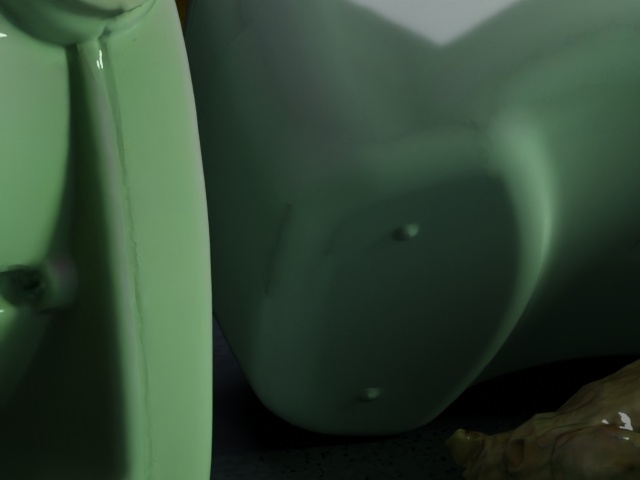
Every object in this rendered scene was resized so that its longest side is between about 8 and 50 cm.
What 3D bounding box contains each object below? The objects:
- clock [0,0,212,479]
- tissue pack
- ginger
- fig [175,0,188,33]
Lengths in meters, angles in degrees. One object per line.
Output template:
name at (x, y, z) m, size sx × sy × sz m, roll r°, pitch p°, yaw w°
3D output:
clock at (-0.159, -0.038, 0.544) m, size 0.265 × 0.324 × 0.108 m, roll 9°, pitch 16°, yaw 40°
tissue pack at (0.106, -0.071, 0.762) m, size 0.333 × 0.229 × 0.236 m, roll -6°, pitch 54°, yaw -13°
ginger at (0.195, 0.064, 0.680) m, size 0.290 × 0.084 × 0.122 m, roll -8°, pitch -9°, yaw -22°
fig at (-0.065, -0.110, 1.239) m, size 0.144 × 0.154 × 0.166 m, roll -31°, pitch -13°, yaw -48°
